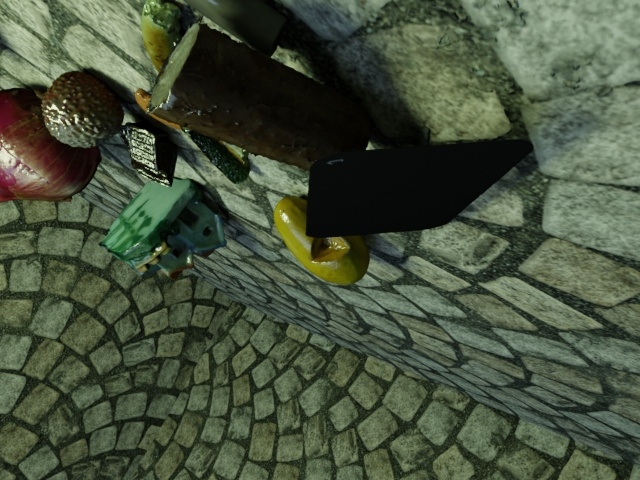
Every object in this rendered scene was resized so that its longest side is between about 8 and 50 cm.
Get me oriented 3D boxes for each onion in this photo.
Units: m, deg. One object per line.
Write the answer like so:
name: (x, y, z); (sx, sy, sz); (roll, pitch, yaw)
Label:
onion: (-0.818, -0.220, 1.334); (0.348, 0.385, 0.348); (42, 172, 7)

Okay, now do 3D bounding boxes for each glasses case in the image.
glasses case: (-0.133, -0.299, 0.604); (0.190, 0.042, 0.072); (32, 171, -12)

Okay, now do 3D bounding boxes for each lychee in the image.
lychee: (-0.524, -0.282, 1.053); (0.197, 0.165, 0.165); (15, 165, -10)

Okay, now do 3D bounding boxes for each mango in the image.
mango: (0.000, 0.000, 1.114); (0.262, 0.130, 0.167); (37, 159, -12)

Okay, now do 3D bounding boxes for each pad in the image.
pad: (0.133, -0.082, 0.680); (0.315, 0.063, 0.375); (-3, 168, -5)

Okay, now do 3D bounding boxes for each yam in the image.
yam: (-0.065, -0.169, 0.626); (0.280, 0.131, 0.131); (16, 172, -32)

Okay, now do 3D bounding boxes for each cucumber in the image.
cucumber: (-0.219, -0.191, 1.022); (0.058, 0.058, 0.187); (16, 158, 36)

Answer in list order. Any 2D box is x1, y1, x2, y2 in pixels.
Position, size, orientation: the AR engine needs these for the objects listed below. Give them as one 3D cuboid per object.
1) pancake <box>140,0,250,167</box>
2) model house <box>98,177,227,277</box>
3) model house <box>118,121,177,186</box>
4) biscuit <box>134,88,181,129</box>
pancake: (-0.187, -0.242, 0.829); (0.197, 0.054, 0.376); (18, 162, 29)
model house: (-0.438, 0.005, 1.523); (0.252, 0.295, 0.329); (19, 159, 42)
model house: (-0.421, -0.224, 1.154); (0.165, 0.106, 0.152); (21, 164, 9)
biscuit: (-0.329, -0.270, 1.028); (0.130, 0.019, 0.102); (24, 164, 12)
